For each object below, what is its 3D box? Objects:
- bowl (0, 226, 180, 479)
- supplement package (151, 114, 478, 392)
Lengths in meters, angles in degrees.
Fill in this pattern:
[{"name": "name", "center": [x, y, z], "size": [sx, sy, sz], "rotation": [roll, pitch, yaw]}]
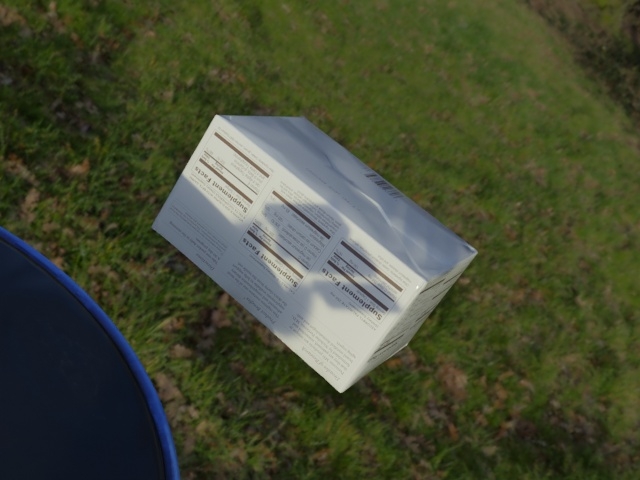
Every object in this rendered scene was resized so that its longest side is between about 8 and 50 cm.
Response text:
[{"name": "bowl", "center": [-0.240, 0.095, 0.379], "size": [0.391, 0.077, 0.391], "rotation": [29, 26, -16]}, {"name": "supplement package", "center": [0.000, 0.000, 0.877], "size": [0.262, 0.145, 0.204], "rotation": [40, 21, 15]}]
